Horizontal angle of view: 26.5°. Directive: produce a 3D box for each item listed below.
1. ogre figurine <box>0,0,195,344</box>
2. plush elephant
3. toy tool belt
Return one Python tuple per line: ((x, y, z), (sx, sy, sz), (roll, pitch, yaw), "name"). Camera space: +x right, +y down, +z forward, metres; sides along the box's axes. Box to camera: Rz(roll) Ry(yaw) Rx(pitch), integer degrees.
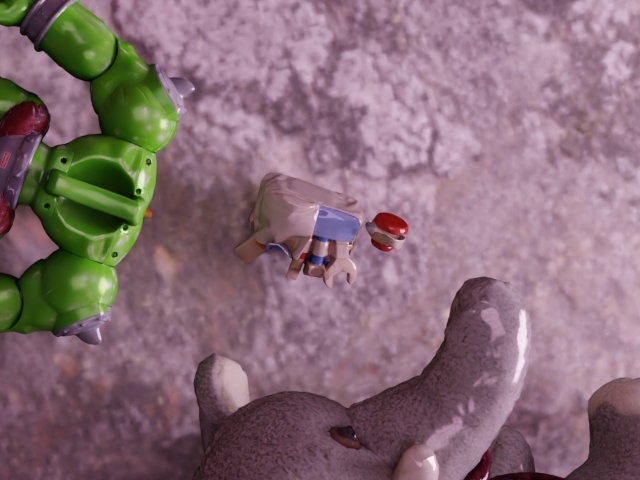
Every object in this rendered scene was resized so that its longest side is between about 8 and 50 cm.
((-0.140, -0.029, 0.669), (0.118, 0.097, 0.197), (20, 71, -1), "ogre figurine")
((0.053, 0.138, 0.614), (0.330, 0.272, 0.255), (-37, 113, 2), "plush elephant")
((0.000, 0.000, 0.731), (0.083, 0.052, 0.051), (18, 114, -10), "toy tool belt")
